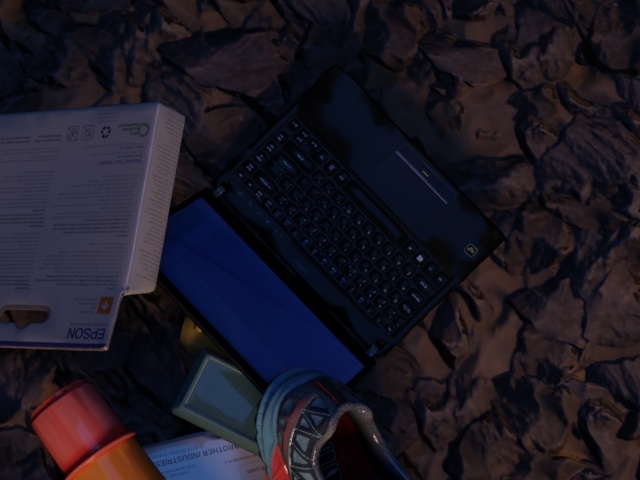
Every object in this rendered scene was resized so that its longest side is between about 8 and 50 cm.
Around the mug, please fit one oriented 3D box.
[{"bbox_3d":[-0.092,0.080,1.608,0.064,0.078,0.062,16,51,5],"label":"mug"}]

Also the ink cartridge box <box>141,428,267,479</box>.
[{"bbox_3d":[-0.058,0.317,1.561,0.185,0.065,0.311,-12,76,-11],"label":"ink cartridge box"}]

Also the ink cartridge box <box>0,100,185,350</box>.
[{"bbox_3d":[-0.230,-0.007,1.554,0.223,0.045,0.224,0,72,37],"label":"ink cartridge box"}]

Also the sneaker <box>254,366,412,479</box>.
[{"bbox_3d":[0.028,0.236,1.474,0.104,0.125,0.262,-29,107,-26],"label":"sneaker"}]

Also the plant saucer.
[{"bbox_3d":[-0.033,0.164,1.565,0.192,0.018,0.067,27,73,0],"label":"plant saucer"}]

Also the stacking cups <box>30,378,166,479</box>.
[{"bbox_3d":[-0.130,0.256,1.484,0.096,0.096,0.316,-35,84,-14],"label":"stacking cups"}]

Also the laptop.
[{"bbox_3d":[0.000,0.000,1.601,0.264,0.136,0.234,-43,86,-3],"label":"laptop"}]
